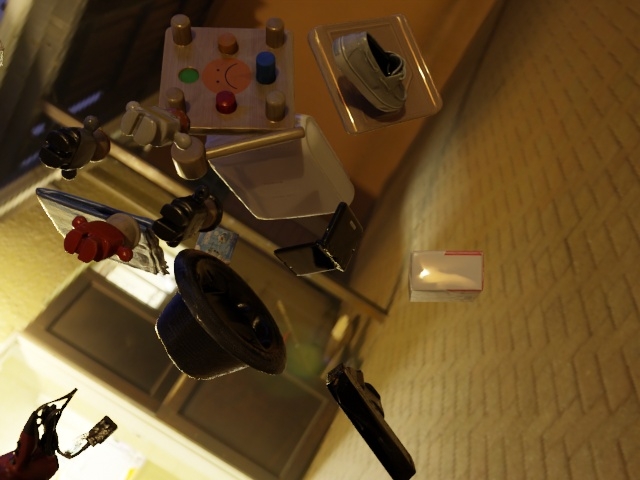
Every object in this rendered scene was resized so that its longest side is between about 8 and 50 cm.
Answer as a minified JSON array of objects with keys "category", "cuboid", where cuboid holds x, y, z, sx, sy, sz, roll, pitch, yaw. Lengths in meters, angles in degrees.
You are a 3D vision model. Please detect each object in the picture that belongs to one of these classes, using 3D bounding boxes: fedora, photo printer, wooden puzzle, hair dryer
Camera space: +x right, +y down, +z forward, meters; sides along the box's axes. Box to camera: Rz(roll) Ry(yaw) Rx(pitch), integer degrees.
[{"category":"fedora","cuboid":[-0.214,0.172,1.509,0.152,0.334,0.334,-37,7,10]},{"category":"photo printer","cuboid":[-0.091,-0.164,1.690,0.307,0.256,0.107,53,-143,-55]},{"category":"wooden puzzle","cuboid":[0.107,-0.326,1.500,0.238,0.221,0.044,-20,-5,-31]},{"category":"hair dryer","cuboid":[-0.515,0.359,1.327,0.293,0.080,0.224,-38,-32,-9]}]

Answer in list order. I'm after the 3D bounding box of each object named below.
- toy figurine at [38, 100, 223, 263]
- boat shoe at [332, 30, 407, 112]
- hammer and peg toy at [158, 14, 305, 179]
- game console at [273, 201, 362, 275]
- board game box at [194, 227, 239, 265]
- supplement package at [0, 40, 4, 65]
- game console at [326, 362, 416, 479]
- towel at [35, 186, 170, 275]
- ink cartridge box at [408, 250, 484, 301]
[{"category":"toy figurine","cuboid":[-0.259,-0.082,1.069,0.213,0.210,0.148,-15,5,16]},{"category":"boat shoe","cuboid":[0.109,-0.297,1.358,0.081,0.227,0.079,-15,66,30]},{"category":"hammer and peg toy","cuboid":[-0.168,-0.258,1.438,0.127,0.265,0.361,98,171,-60]},{"category":"game console","cuboid":[0.000,0.000,1.117,0.107,0.071,0.122,-64,-22,-10]},{"category":"board game box","cuboid":[-0.252,0.014,1.841,0.020,0.090,0.090,178,110,-77]},{"category":"supplement package","cuboid":[-0.800,-0.417,1.524,0.261,0.204,0.145,-26,9,-22]},{"category":"game console","cuboid":[0.089,0.314,1.422,0.044,0.213,0.361,-36,-1,2]},{"category":"towel","cuboid":[-0.379,-0.012,1.375,0.285,0.209,0.034,106,-178,-71]},{"category":"ink cartridge box","cuboid":[0.278,0.084,1.733,0.218,0.158,0.092,59,-148,-79]}]
